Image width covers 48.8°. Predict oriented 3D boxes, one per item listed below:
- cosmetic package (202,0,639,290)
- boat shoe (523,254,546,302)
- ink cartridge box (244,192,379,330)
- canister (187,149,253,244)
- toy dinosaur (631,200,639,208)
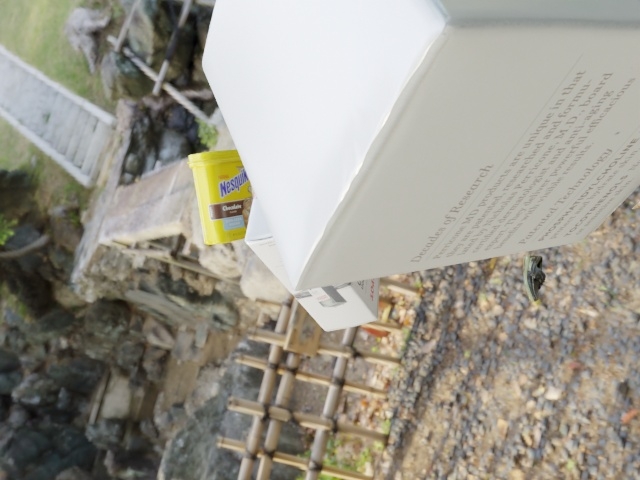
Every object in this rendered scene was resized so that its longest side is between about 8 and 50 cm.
[{"bbox_3d":[0.136,-0.194,0.706,0.329,0.394,0.327,66,149,28],"label":"cosmetic package"},{"bbox_3d":[0.520,0.087,1.709,0.049,0.056,0.152,-13,39,23],"label":"boat shoe"},{"bbox_3d":[0.000,0.000,0.971,0.092,0.218,0.158,-14,46,23],"label":"ink cartridge box"},{"bbox_3d":[-0.181,-0.084,1.342,0.073,0.126,0.170,-5,97,34],"label":"canister"},{"bbox_3d":[0.796,-0.115,1.614,0.211,0.112,0.064,-20,41,39],"label":"toy dinosaur"}]
